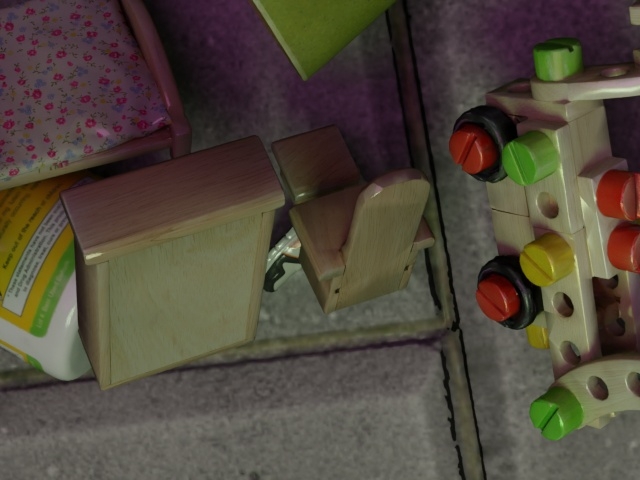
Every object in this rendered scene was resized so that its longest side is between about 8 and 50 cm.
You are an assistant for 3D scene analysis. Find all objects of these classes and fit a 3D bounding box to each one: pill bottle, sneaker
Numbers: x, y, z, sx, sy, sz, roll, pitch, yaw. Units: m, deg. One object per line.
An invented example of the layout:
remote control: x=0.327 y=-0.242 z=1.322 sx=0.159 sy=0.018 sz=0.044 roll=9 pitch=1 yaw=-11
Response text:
pill bottle: x=-0.245 y=-0.017 z=1.108 sx=0.246 sy=0.136 sz=0.136 roll=28 pitch=105 yaw=9
sneaker: x=0.000 y=0.000 z=1.096 sx=0.044 sy=0.040 sz=0.109 roll=44 pitch=108 yaw=2

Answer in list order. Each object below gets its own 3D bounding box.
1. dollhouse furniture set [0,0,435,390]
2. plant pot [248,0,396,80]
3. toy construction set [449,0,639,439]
dollhouse furniture set: x=-0.130 y=-0.114 z=0.998 sx=0.303 sy=0.174 sz=0.355 roll=-17 pitch=64 yaw=-16
plant pot: x=0.035 y=-0.290 z=0.942 sx=0.293 sy=0.275 sz=0.274 roll=-34 pitch=90 yaw=2
toy construction set: x=0.196 y=-0.006 z=0.966 sx=0.215 sy=0.151 sz=0.327 roll=14 pitch=108 yaw=49
